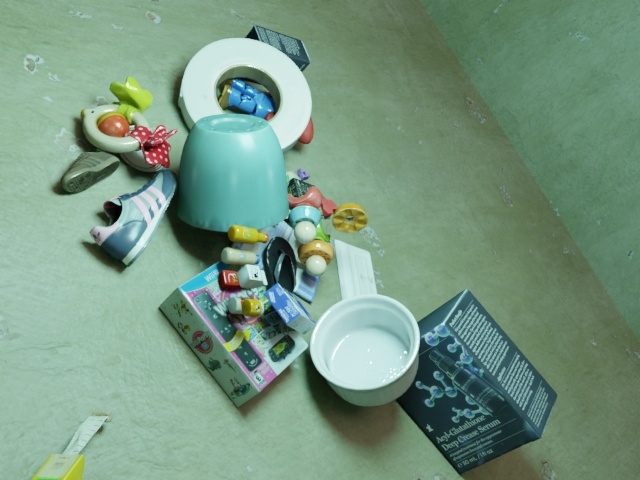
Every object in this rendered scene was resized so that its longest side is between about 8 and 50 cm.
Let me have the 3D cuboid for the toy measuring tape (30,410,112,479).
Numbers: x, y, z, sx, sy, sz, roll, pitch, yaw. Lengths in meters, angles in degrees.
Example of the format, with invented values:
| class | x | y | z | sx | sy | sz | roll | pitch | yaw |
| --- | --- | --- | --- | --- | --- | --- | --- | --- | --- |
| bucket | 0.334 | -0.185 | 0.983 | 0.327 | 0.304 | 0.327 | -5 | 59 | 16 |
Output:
| class | x | y | z | sx | sy | sz | roll | pitch | yaw |
| --- | --- | --- | --- | --- | --- | --- | --- | --- | --- |
| toy measuring tape | -0.456 | 0.442 | 1.346 | 0.121 | 0.121 | 0.330 | 43 | 20 | -8 |

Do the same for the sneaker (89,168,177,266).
| class | x | y | z | sx | sy | sz | roll | pitch | yaw |
| --- | --- | --- | --- | --- | --- | --- | --- | --- | --- |
| sneaker | -0.444 | -0.087 | 1.783 | 0.131 | 0.112 | 0.319 | 34 | 38 | -19 |

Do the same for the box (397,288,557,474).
| class | x | y | z | sx | sy | sz | roll | pitch | yaw |
| --- | --- | --- | --- | --- | --- | --- | --- | --- | --- |
| box | 0.398 | 0.391 | 2.049 | 0.395 | 0.293 | 0.212 | 49 | 37 | 1 |

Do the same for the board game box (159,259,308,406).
| class | x | y | z | sx | sy | sz | roll | pitch | yaw |
| --- | --- | --- | --- | --- | --- | --- | --- | --- | --- |
| board game box | -0.204 | 0.208 | 1.780 | 0.303 | 0.097 | 0.224 | 50 | 37 | 2 |

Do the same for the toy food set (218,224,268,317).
| class | x | y | z | sx | sy | sz | roll | pitch | yaw |
| --- | --- | --- | --- | --- | --- | --- | --- | --- | --- |
| toy food set | -0.165 | 0.086 | 1.752 | 0.104 | 0.111 | 0.232 | 10 | 51 | -41 |

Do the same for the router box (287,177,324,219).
| class | x | y | z | sx | sy | sz | roll | pitch | yaw |
| --- | --- | --- | --- | --- | --- | --- | --- | --- | --- |
| router box | -0.046 | -0.117 | 2.175 | 0.092 | 0.038 | 0.122 | 17 | 46 | -41 |

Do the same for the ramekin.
| class | x | y | z | sx | sy | sz | roll | pitch | yaw |
| --- | --- | --- | --- | --- | --- | --- | --- | --- | --- |
| ramekin | 0.122 | 0.287 | 1.894 | 0.135 | 0.277 | 0.277 | 71 | 13 | -49 |

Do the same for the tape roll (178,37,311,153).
| class | x | y | z | sx | sy | sz | roll | pitch | yaw |
| --- | --- | --- | --- | --- | --- | --- | --- | --- | --- |
| tape roll | -0.220 | -0.414 | 2.186 | 0.392 | 0.072 | 0.392 | 6 | 70 | -16 |

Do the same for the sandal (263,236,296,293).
| class | x | y | z | sx | sy | sz | roll | pitch | yaw |
| --- | --- | --- | --- | --- | --- | --- | --- | --- | --- |
| sandal | -0.098 | 0.104 | 1.971 | 0.097 | 0.054 | 0.255 | 17 | 56 | -32 |

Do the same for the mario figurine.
| class | x | y | z | sx | sy | sz | roll | pitch | yaw |
| --- | --- | --- | --- | --- | --- | --- | --- | --- | --- |
| mario figurine | -0.173 | -0.380 | 2.326 | 0.320 | 0.170 | 0.198 | 26 | 78 | -12 |

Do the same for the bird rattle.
| class | x | y | z | sx | sy | sz | roll | pitch | yaw |
| --- | --- | --- | --- | --- | --- | --- | --- | --- | --- |
| bird rattle | -0.493 | -0.277 | 1.881 | 0.207 | 0.143 | 0.254 | -14 | 63 | -29 |

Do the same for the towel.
| class | x | y | z | sx | sy | sz | roll | pitch | yaw |
| --- | --- | --- | --- | --- | --- | --- | --- | --- | --- |
| towel | -0.111 | 0.026 | 2.076 | 0.285 | 0.034 | 0.209 | 36 | 40 | -16 |

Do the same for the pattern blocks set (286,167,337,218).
| class | x | y | z | sx | sy | sz | roll | pitch | yaw |
| --- | --- | --- | --- | --- | --- | --- | --- | --- | --- |
| pattern blocks set | -0.092 | -0.142 | 2.212 | 0.285 | 0.026 | 0.325 | 47 | 31 | 2 |

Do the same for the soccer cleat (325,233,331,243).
| class | x | y | z | sx | sy | sz | roll | pitch | yaw |
| --- | --- | --- | --- | --- | --- | --- | --- | --- | --- |
| soccer cleat | 0.000 | 0.000 | 2.211 | 0.083 | 0.029 | 0.036 | -8 | 60 | -52 |

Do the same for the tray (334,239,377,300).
| class | x | y | z | sx | sy | sz | roll | pitch | yaw |
| --- | --- | --- | --- | --- | --- | --- | --- | --- | --- |
| tray | 0.119 | 0.118 | 2.225 | 0.145 | 0.030 | 0.270 | 21 | 46 | -33 |

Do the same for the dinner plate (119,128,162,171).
| class | x | y | z | sx | sy | sz | roll | pitch | yaw |
| --- | --- | --- | --- | --- | --- | --- | --- | --- | --- |
| dinner plate | -0.476 | -0.235 | 1.954 | 0.141 | 0.017 | 0.141 | 25 | 44 | -27 |

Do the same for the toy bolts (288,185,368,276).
| class | x | y | z | sx | sy | sz | roll | pitch | yaw |
| --- | --- | --- | --- | --- | --- | --- | --- | --- | --- |
| toy bolts | 0.010 | -0.023 | 1.997 | 0.228 | 0.218 | 0.158 | 52 | 26 | -43 |

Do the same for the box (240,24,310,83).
| class | x | y | z | sx | sy | sz | roll | pitch | yaw |
| --- | --- | --- | --- | --- | --- | --- | --- | --- | --- |
| box | -0.165 | -0.603 | 2.465 | 0.207 | 0.153 | 0.108 | 6 | 53 | -43 |

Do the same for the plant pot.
| class | x | y | z | sx | sy | sz | roll | pitch | yaw |
| --- | --- | --- | --- | --- | --- | --- | --- | --- | --- |
| plant pot | -0.223 | -0.186 | 1.875 | 0.293 | 0.235 | 0.293 | 2 | 24 | -1 |

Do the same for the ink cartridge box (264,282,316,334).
| class | x | y | z | sx | sy | sz | roll | pitch | yaw |
| --- | --- | --- | --- | --- | --- | --- | --- | --- | --- |
| ink cartridge box | -0.071 | 0.170 | 1.811 | 0.097 | 0.046 | 0.207 | 52 | -1 | 17 |

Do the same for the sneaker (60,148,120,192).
| class | x | y | z | sx | sy | sz | roll | pitch | yaw |
| --- | --- | --- | --- | --- | --- | --- | --- | --- | --- |
| sneaker | -0.570 | -0.171 | 1.785 | 0.071 | 0.066 | 0.188 | 35 | 31 | 10 |
